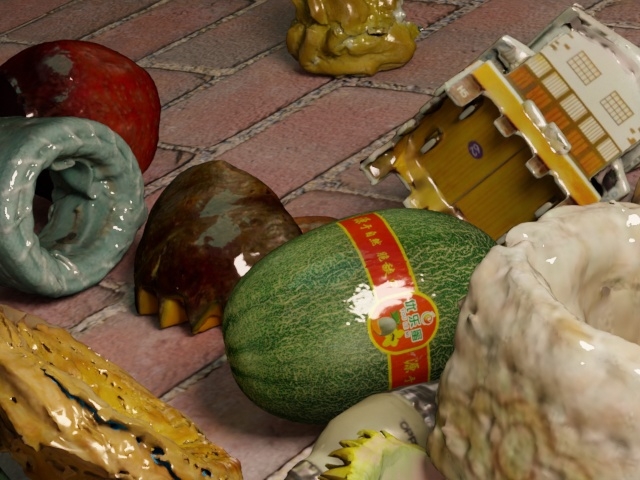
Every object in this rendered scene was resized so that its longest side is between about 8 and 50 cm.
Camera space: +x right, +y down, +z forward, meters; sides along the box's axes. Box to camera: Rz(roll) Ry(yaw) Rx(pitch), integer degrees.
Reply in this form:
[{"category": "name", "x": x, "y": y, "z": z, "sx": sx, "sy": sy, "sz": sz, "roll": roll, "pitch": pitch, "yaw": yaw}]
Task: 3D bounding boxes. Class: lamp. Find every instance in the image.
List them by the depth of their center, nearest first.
[{"category": "lamp", "x": 0.073, "y": 0.162, "z": 1.336, "sx": 0.250, "sy": 0.101, "sz": 0.101, "roll": -23, "pitch": 27, "yaw": -30}]

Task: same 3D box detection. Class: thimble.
[{"category": "thimble", "x": 0.230, "y": 0.108, "z": 1.179, "sx": 0.292, "sy": 0.195, "sz": 0.291, "roll": 10, "pitch": 27, "yaw": -5}, {"category": "thimble", "x": -0.307, "y": -0.040, "z": 1.836, "sx": 0.143, "sy": 0.198, "sz": 0.235, "roll": 6, "pitch": 2, "yaw": 38}]

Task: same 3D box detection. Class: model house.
[{"category": "model house", "x": 0.199, "y": -0.090, "z": 1.625, "sx": 0.215, "sy": 0.198, "sz": 0.224, "roll": -37, "pitch": -4, "yaw": -36}]

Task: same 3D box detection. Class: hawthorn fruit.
[{"category": "hawthorn fruit", "x": -0.298, "y": -0.148, "z": 2.059, "sx": 0.215, "sy": 0.215, "sz": 0.250, "roll": -1, "pitch": 6, "yaw": 23}]

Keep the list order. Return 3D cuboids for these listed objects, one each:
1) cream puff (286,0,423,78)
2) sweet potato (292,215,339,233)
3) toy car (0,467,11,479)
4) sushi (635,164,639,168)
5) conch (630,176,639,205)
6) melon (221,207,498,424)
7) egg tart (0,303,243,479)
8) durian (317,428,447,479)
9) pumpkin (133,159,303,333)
[{"category": "cream puff", "x": 0.030, "y": -0.326, "z": 2.310, "sx": 0.195, "sy": 0.194, "sz": 0.221, "roll": -15, "pitch": 22, "yaw": -6}, {"category": "sweet potato", "x": -0.001, "y": -0.001, "z": 1.769, "sx": 0.202, "sy": 0.055, "sz": 0.058, "roll": -2, "pitch": 63, "yaw": 16}, {"category": "toy car", "x": -0.299, "y": 0.242, "z": 1.309, "sx": 0.136, "sy": 0.125, "sz": 0.306, "roll": -30, "pitch": 52, "yaw": -22}, {"category": "sushi", "x": 0.263, "y": -0.110, "z": 1.823, "sx": 0.273, "sy": 0.134, "sz": 0.109, "roll": -13, "pitch": 51, "yaw": -17}, {"category": "conch", "x": 0.389, "y": -0.037, "z": 1.540, "sx": 0.210, "sy": 0.159, "sz": 0.291, "roll": -10, "pitch": 23, "yaw": 9}, {"category": "melon", "x": 0.054, "y": 0.063, "z": 1.460, "sx": 0.288, "sy": 0.182, "sz": 0.182, "roll": -19, "pitch": 25, "yaw": -16}, {"category": "egg tart", "x": -0.189, "y": 0.162, "z": 1.356, "sx": 0.107, "sy": 0.291, "sz": 0.291, "roll": -55, "pitch": 32, "yaw": 1}, {"category": "durian", "x": 0.070, "y": 0.236, "z": 1.127, "sx": 0.169, "sy": 0.158, "sz": 0.352, "roll": 2, "pitch": 22, "yaw": 2}, {"category": "pumpkin", "x": -0.115, "y": 0.006, "z": 1.705, "sx": 0.254, "sy": 0.149, "sz": 0.130, "roll": 4, "pitch": 21, "yaw": 30}]
